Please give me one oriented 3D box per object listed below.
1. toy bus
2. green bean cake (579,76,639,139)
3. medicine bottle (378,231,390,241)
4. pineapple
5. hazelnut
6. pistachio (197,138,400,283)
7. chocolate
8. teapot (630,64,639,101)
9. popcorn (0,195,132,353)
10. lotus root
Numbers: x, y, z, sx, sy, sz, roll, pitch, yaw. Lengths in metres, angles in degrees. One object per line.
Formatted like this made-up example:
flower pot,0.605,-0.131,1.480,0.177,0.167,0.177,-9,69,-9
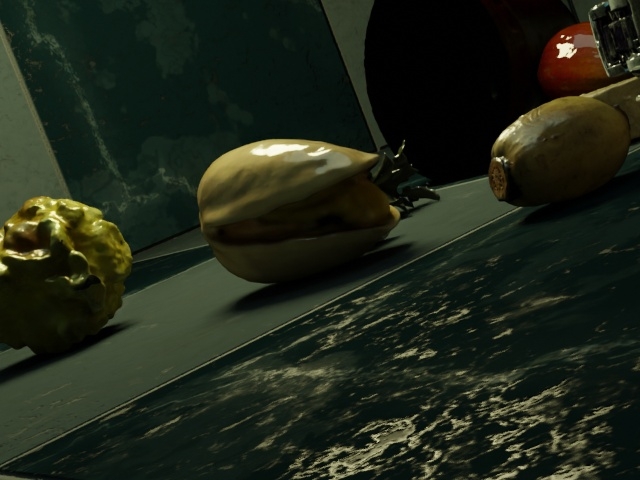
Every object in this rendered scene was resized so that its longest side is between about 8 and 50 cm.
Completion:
toy bus,0.467,-0.302,1.790,0.133,0.116,0.234,-19,4,1
green bean cake,0.449,-0.191,1.777,0.179,0.085,0.109,-19,3,14
medicine bottle,0.000,0.000,1.781,0.220,0.061,0.092,-15,27,50
pineapple,0.024,-0.075,2.034,0.364,0.166,0.165,-6,14,35
hazelnut,0.467,-0.273,2.027,0.212,0.181,0.181,-13,-23,-43
pistachio,-0.036,-0.042,1.648,0.299,0.188,0.187,-6,14,36
chocolate,0.301,-0.304,2.229,0.331,0.384,0.383,-13,1,-28
teapot,0.501,-0.238,1.542,0.221,0.163,0.178,8,-6,-38
popcorn,-0.404,0.057,1.899,0.249,0.249,0.225,-22,19,-11
lotus root,0.286,-0.107,1.464,0.221,0.118,0.125,-27,25,-24
